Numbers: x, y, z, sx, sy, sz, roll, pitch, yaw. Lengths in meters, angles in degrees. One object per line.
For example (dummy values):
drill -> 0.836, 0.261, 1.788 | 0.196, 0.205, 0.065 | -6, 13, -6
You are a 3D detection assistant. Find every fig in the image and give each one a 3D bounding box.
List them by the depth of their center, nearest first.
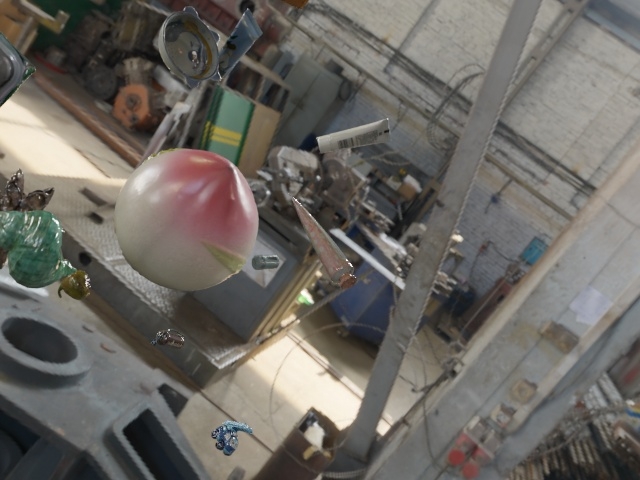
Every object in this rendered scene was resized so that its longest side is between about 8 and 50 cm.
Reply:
fig -> -0.725, 0.130, 1.707 | 0.098, 0.084, 0.082 | -4, 31, -3

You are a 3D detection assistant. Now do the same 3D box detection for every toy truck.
toy truck -> -0.214, 0.474, 1.422 | 0.073, 0.090, 0.056 | 51, -4, 45

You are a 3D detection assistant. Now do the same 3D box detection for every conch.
conch -> -0.640, 0.015, 1.300 | 0.134, 0.202, 0.196 | -26, 29, -29

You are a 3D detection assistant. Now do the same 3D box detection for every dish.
dish -> -0.397, -0.556, 1.734 | 0.086, 0.236, 0.228 | -9, -33, 40

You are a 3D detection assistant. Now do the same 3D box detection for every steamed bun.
steamed bun -> -0.253, -0.061, 1.194 | 0.309, 0.309, 0.309 | 35, 12, -9

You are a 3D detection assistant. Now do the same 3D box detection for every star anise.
star anise -> -0.982, -0.068, 1.831 | 0.332, 0.331, 0.117 | 32, -12, -20

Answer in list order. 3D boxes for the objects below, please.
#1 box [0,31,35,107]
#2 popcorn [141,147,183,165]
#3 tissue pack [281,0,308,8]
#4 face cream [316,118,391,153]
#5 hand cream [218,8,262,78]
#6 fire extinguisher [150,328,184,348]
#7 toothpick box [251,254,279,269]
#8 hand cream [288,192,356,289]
box -> -0.987, -0.501, 1.560 | 0.336, 0.264, 0.106 | 48, 11, -12
popcorn -> -0.536, -0.227, 2.107 | 0.181, 0.235, 0.217 | 60, 14, 9
tissue pack -> -0.124, -0.778, 1.572 | 0.274, 0.194, 0.145 | 11, 63, -32
face cream -> 0.110, -0.341, 1.935 | 0.092, 0.244, 0.058 | 73, 8, -45
hand cream -> -0.268, -0.588, 1.795 | 0.058, 0.271, 0.091 | -20, 80, -43
fire extinguisher -> -0.442, 0.288, 1.700 | 0.043, 0.064, 0.158 | 38, -8, 15
toothpick box -> -0.187, 0.074, 1.982 | 0.083, 0.052, 0.052 | 0, 36, -47
hand cream -> 0.000, 0.000, 1.031 | 0.209, 0.043, 0.067 | 57, 4, 35
